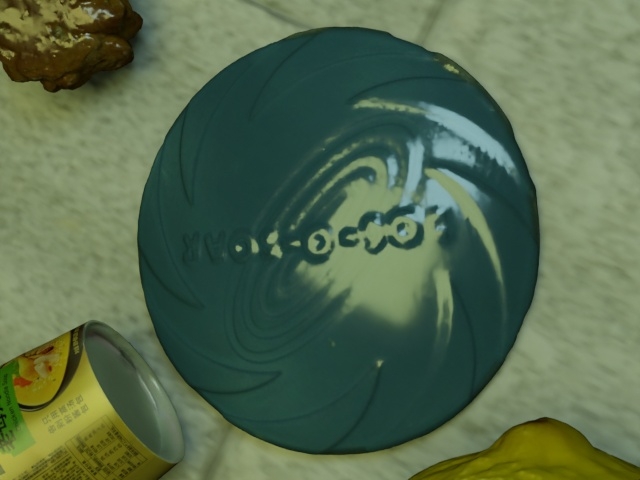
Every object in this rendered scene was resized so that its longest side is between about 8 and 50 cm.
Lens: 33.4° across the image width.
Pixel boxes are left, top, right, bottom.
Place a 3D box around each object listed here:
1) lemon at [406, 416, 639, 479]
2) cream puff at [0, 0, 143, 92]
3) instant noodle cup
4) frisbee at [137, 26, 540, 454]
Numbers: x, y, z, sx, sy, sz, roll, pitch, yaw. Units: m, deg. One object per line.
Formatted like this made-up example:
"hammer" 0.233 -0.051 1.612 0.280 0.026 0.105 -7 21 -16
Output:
"lemon" 0.114 0.243 0.550 0.261 0.260 0.283 17 75 20
"cream puff" -0.184 -0.163 0.762 0.122 0.094 0.116 34 104 -5
"instant noodle cup" -0.173 0.131 0.721 0.122 0.151 0.151 -36 76 5
"frisbee" -0.001 -0.001 0.707 0.290 0.049 0.289 -1 88 20
